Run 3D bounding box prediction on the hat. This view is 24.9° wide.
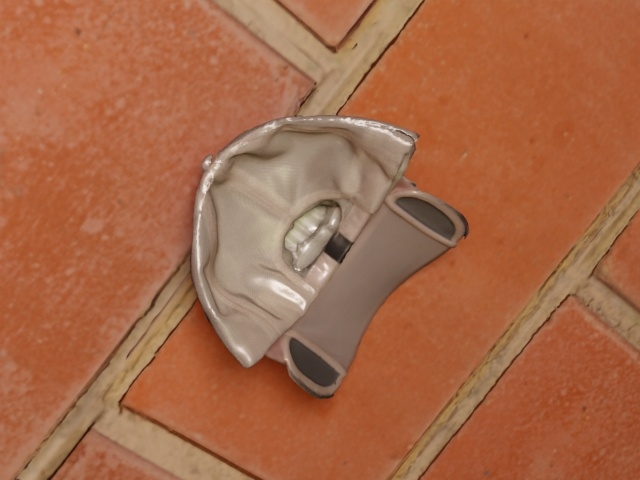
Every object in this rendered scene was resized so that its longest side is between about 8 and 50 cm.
[{"bbox_3d":[0.000,0.000,1.168,0.219,0.164,0.226,-50,165,1],"label":"hat"}]
